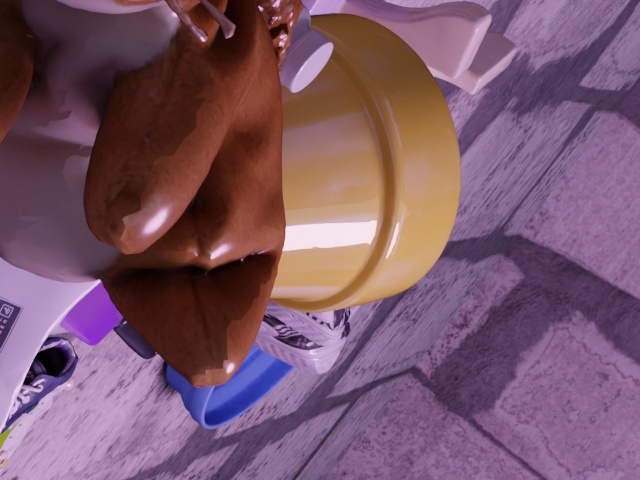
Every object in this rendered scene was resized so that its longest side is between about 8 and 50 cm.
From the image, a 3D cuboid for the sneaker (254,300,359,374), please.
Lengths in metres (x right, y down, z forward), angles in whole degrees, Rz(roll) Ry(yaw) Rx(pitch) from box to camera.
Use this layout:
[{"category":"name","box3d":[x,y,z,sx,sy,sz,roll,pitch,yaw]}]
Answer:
[{"category":"sneaker","box3d":[0.000,0.000,1.964,0.210,0.137,0.366,-62,173,-13]}]

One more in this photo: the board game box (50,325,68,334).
[{"category":"board game box","box3d":[-0.208,0.021,1.718,0.136,0.035,0.201,-52,168,11]}]

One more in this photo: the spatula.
[{"category":"spatula","box3d":[-0.182,0.072,1.801,0.084,0.030,0.296,-51,168,-6]}]

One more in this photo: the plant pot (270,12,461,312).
[{"category":"plant pot","box3d":[-0.053,-0.052,1.615,0.239,0.254,0.254,-15,146,-43]}]

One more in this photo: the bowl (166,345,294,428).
[{"category":"bowl","box3d":[-0.035,0.052,2.319,0.391,0.077,0.391,-47,167,-14]}]

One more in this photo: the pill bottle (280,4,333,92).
[{"category":"pill bottle","box3d":[-0.050,-0.171,1.508,0.067,0.120,0.067,-47,168,-13]}]

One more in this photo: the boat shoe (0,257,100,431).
[{"category":"boat shoe","box3d":[-0.242,0.040,1.533,0.301,0.108,0.102,-62,-160,-1]}]

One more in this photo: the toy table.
[{"category":"toy table","box3d":[0.052,-0.160,1.813,0.252,0.161,0.274,-44,165,-27]}]

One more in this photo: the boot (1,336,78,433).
[{"category":"boot","box3d":[-0.281,0.131,1.672,0.086,0.069,0.190,-33,-176,22]}]

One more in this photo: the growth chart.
[{"category":"growth chart","box3d":[-0.331,0.218,1.904,0.237,0.021,0.172,-55,166,19]}]

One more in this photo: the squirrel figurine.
[{"category":"squirrel figurine","box3d":[-0.102,-0.174,1.150,0.370,0.281,0.397,101,16,-46]}]
